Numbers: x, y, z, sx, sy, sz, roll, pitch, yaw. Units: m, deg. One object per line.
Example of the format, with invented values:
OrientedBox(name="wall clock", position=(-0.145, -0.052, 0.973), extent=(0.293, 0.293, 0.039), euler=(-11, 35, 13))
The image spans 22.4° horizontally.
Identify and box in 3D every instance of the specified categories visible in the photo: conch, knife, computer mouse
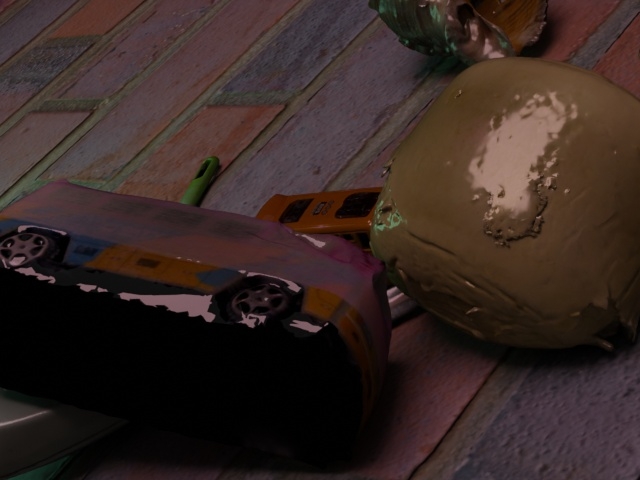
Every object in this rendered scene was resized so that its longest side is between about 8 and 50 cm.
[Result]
OrientedBox(name="conch", position=(0.161, -0.277, 1.813), extent=(0.178, 0.163, 0.245), euler=(-42, 57, 7))
OrientedBox(name="knife", position=(-0.162, -0.030, 1.826), extent=(0.054, 0.015, 0.212), euler=(-19, 29, 33))
OrientedBox(name="computer mouse", position=(-0.232, 0.137, 1.523), extent=(0.288, 0.097, 0.159), euler=(-22, 39, -15))

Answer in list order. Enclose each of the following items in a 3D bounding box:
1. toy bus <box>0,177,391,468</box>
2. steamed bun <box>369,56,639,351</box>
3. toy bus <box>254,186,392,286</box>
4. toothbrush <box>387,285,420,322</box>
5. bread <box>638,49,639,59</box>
OrientedBox(name="toy bus", position=(-0.115, 0.057, 1.391), extent=(0.386, 0.171, 0.162), euler=(11, 41, 23))
OrientedBox(name="steamed bun", position=(0.167, -0.037, 1.348), extent=(0.273, 0.166, 0.232), euler=(25, 63, 43))
OrientedBox(name="toy bus", position=(0.000, 0.000, 1.552), extent=(0.194, 0.088, 0.083), euler=(-5, 37, 36))
OrientedBox(name="toothbrush", position=(0.135, 0.022, 1.459), extent=(0.375, 0.028, 0.037), euler=(-28, -17, 1))
OrientedBox(name="bread", position=(0.365, -0.203, 1.626), extent=(0.083, 0.035, 0.070), euler=(-8, 33, 44))
